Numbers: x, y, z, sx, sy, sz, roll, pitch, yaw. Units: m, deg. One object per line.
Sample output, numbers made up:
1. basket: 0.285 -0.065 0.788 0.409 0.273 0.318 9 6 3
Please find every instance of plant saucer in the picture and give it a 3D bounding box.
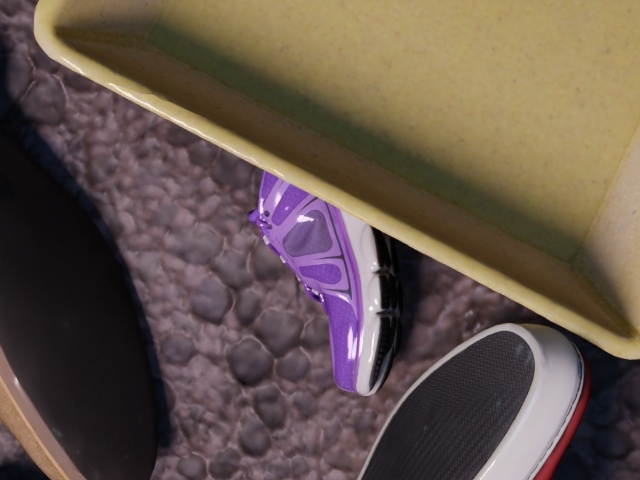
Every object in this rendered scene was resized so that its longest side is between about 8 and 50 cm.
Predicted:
1. plant saucer: 0.075 -0.149 0.962 0.333 0.081 0.333 28 74 -2

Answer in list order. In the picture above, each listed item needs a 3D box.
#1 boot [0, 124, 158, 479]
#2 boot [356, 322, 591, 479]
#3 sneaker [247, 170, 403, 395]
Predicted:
1. boot: -0.192 0.011 0.987 0.115 0.112 0.305 -28 97 28
2. boot: 0.103 0.157 0.952 0.176 0.088 0.244 19 116 -24
3. sneaker: 0.000 0.000 1.005 0.071 0.068 0.170 -14 82 12
